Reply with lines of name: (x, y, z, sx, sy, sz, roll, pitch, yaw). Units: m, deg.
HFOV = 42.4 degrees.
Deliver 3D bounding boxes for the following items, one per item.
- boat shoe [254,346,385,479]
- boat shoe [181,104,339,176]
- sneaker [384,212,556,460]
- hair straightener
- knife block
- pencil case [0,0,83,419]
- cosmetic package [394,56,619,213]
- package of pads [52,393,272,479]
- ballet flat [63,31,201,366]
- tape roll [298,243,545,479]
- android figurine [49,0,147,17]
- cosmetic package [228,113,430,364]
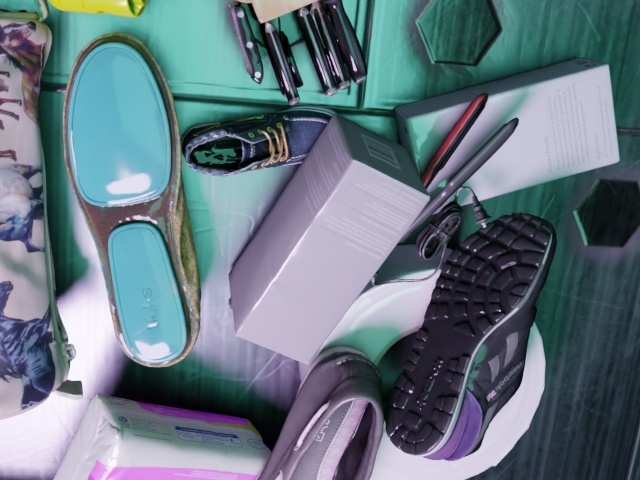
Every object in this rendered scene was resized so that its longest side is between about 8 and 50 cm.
boat shoe: (-0.013, 0.279, 0.903, 0.112, 0.095, 0.335, 14, 106, -15)
boat shoe: (-0.058, -0.102, 0.890, 0.183, 0.083, 0.065, -10, 108, -7)
sneaker: (0.178, 0.107, 0.898, 0.124, 0.107, 0.283, 26, 95, -44)
hair straightener: (0.133, -0.036, 0.861, 0.089, 0.047, 0.230, 39, 100, 12)
knife block: (-0.021, -0.287, 0.839, 0.242, 0.088, 0.276, 21, 102, -15)
pencil case: (-0.335, -0.032, 0.800, 0.183, 0.160, 0.410, -4, 99, -25)
cosmetic package: (0.209, -0.120, 0.930, 0.231, 0.085, 0.117, -14, 109, -2)
package of pads: (-0.206, 0.333, 0.954, 0.229, 0.101, 0.297, 20, 103, -39)
ballet flat: (-0.192, -0.040, 0.873, 0.123, 0.123, 0.349, -9, 105, -7)
tape roll: (0.119, 0.153, 0.990, 0.286, 0.100, 0.286, -3, 106, -9)
android figurine: (-0.205, -0.335, 0.762, 0.272, 0.056, 0.248, 10, 99, 12)
cosmetic package: (0.000, 0.000, 0.884, 0.107, 0.127, 0.238, 23, 116, -22)
